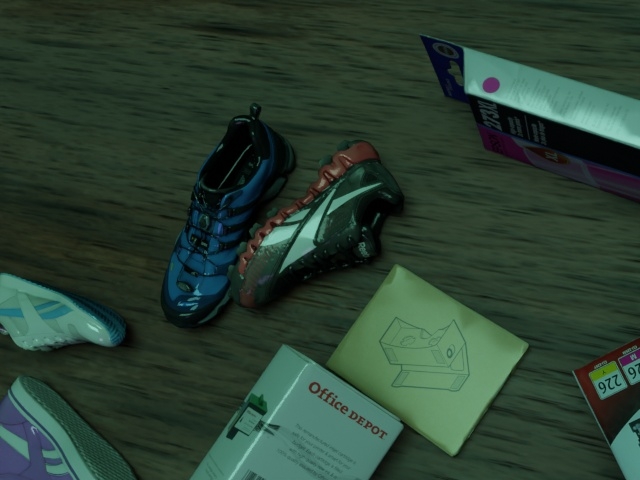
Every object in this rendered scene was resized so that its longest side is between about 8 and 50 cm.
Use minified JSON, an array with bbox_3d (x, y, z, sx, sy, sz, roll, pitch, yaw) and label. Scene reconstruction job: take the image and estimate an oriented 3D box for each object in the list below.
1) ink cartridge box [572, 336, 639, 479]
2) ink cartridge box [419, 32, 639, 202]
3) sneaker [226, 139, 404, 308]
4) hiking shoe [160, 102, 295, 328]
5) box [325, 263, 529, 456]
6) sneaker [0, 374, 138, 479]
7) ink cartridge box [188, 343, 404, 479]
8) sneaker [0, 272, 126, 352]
[{"bbox_3d":[0.465,0.189,0.926,0.309,0.130,0.272,-33,61,21],"label":"ink cartridge box"},{"bbox_3d":[0.289,-0.136,1.108,0.371,0.176,0.069,25,83,23],"label":"ink cartridge box"},{"bbox_3d":[0.000,0.000,1.199,0.276,0.097,0.135,-45,63,-2],"label":"sneaker"},{"bbox_3d":[-0.147,-0.032,1.238,0.113,0.132,0.304,19,80,22],"label":"hiking shoe"},{"bbox_3d":[0.131,0.145,1.153,0.201,0.021,0.164,33,85,25],"label":"box"},{"bbox_3d":[-0.352,0.322,1.216,0.282,0.102,0.161,35,89,35],"label":"sneaker"},{"bbox_3d":[-0.032,0.257,1.088,0.219,0.160,0.092,-55,24,-6],"label":"ink cartridge box"},{"bbox_3d":[-0.369,0.117,1.294,0.229,0.087,0.092,15,85,29],"label":"sneaker"}]
